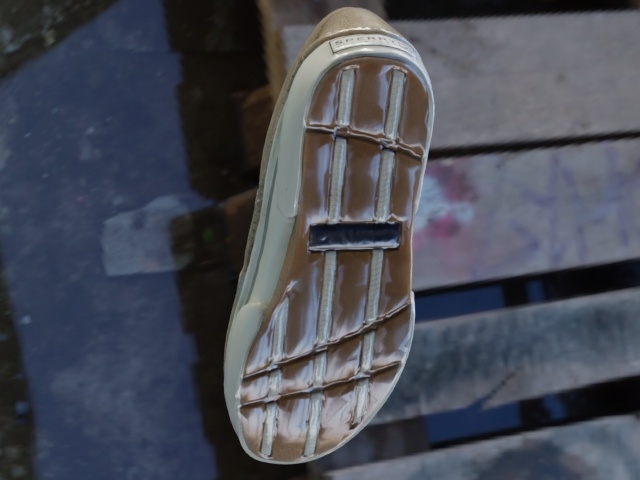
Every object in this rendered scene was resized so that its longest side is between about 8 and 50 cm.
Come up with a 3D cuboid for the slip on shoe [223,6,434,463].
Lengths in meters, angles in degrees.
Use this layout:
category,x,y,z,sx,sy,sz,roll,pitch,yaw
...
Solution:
category,x,y,z,sx,sy,sz,roll,pitch,yaw
slip on shoe,0.000,0.000,0.462,0.051,0.041,0.135,-1,121,-13
